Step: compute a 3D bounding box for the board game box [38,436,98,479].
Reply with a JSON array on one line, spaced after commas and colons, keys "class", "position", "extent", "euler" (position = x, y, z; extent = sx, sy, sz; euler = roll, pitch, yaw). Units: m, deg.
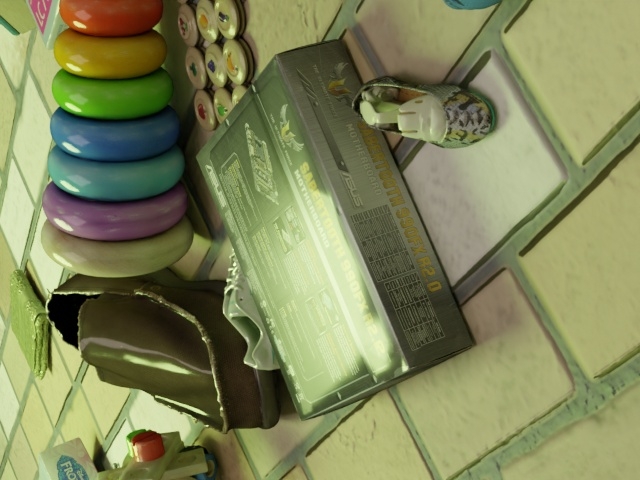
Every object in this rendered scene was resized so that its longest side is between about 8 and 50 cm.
[{"class": "board game box", "position": [-0.300, 0.487, 1.590], "extent": [0.318, 0.066, 0.319], "euler": [55, 150, 29]}]

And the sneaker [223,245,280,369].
[{"class": "sneaker", "position": [-0.052, 0.033, 0.927], "extent": [0.053, 0.061, 0.152], "euler": [-32, 76, 62]}]

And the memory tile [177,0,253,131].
[{"class": "memory tile", "position": [-0.088, -0.162, 0.932], "extent": [0.113, 0.012, 0.148], "euler": [8, 112, 59]}]

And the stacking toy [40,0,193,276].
[{"class": "stacking toy", "position": [-0.180, -0.140, 0.997], "extent": [0.141, 0.141, 0.330], "euler": [34, 128, 49]}]

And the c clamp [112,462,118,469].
[{"class": "c clamp", "position": [-0.232, 0.384, 1.475], "extent": [0.160, 0.022, 0.137], "euler": [30, 130, 52]}]

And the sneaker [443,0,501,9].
[{"class": "sneaker", "position": [0.054, -0.221, 0.592], "extent": [0.082, 0.069, 0.209], "euler": [-19, 89, 65]}]

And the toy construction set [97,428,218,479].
[{"class": "toy construction set", "position": [-0.169, 0.320, 1.141], "extent": [0.151, 0.215, 0.328], "euler": [12, 111, 22]}]

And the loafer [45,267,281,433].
[{"class": "loafer", "position": [-0.160, 0.106, 1.081], "extent": [0.366, 0.130, 0.134], "euler": [15, 118, 57]}]

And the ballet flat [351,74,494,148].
[{"class": "ballet flat", "position": [0.057, -0.077, 0.697], "extent": [0.114, 0.041, 0.041], "euler": [23, 125, 54]}]

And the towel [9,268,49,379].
[{"class": "towel", "position": [-0.424, 0.122, 1.660], "extent": [0.110, 0.027, 0.148], "euler": [52, 146, 35]}]

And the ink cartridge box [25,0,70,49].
[{"class": "ink cartridge box", "position": [-0.286, -0.367, 1.117], "extent": [0.311, 0.065, 0.186], "euler": [67, 151, 14]}]

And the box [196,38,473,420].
[{"class": "box", "position": [0.000, 0.000, 0.821], "extent": [0.183, 0.056, 0.231], "euler": [-39, 71, 59]}]

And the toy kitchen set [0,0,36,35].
[{"class": "toy kitchen set", "position": [-0.414, -0.315, 1.259], "extent": [0.122, 0.166, 0.207], "euler": [46, -155, -57]}]
